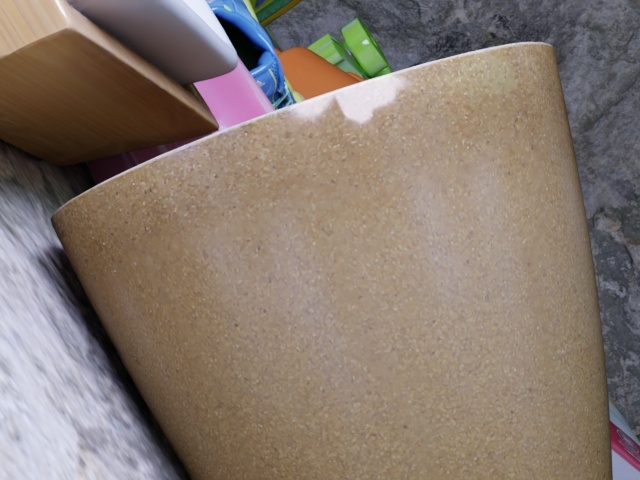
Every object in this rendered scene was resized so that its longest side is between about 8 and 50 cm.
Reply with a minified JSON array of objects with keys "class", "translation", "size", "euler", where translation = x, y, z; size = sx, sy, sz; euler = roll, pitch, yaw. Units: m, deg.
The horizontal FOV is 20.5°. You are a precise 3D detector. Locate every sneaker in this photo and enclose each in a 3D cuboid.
[{"class":"sneaker","translation":[-0.062,-0.116,1.511],"size":[0.240,0.091,0.126],"euler":[61,2,-24]}]

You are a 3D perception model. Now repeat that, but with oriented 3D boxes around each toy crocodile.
[{"class":"toy crocodile","translation":[0.034,-0.167,2.021],"size":[0.105,0.115,0.340],"euler":[58,6,11]}]

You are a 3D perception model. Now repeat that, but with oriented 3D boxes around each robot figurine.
[{"class":"robot figurine","translation":[0.002,-0.099,1.692],"size":[0.219,0.128,0.158],"euler":[34,13,19]}]

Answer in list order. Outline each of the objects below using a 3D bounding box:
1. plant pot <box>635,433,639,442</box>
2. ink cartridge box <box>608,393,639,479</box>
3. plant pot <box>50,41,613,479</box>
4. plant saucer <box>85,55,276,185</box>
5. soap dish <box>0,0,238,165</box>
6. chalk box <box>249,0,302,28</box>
[{"class":"plant pot","translation":[0.469,0.355,2.082],"size":[0.366,0.353,0.366],"euler":[56,6,-8]},{"class":"ink cartridge box","translation":[0.229,0.180,1.986],"size":[0.226,0.131,0.306],"euler":[38,12,-26]},{"class":"plant pot","translation":[0.032,0.071,0.786],"size":[0.237,0.237,0.254],"euler":[12,59,-82]},{"class":"plant saucer","translation":[-0.055,-0.020,1.082],"size":[0.332,0.084,0.332],"euler":[57,7,-11]},{"class":"soap dish","translation":[-0.171,-0.175,0.834],"size":[0.291,0.118,0.229],"euler":[58,6,12]},{"class":"chalk box","translation":[-0.069,-0.340,1.779],"size":[0.179,0.289,0.180],"euler":[58,6,16]}]
